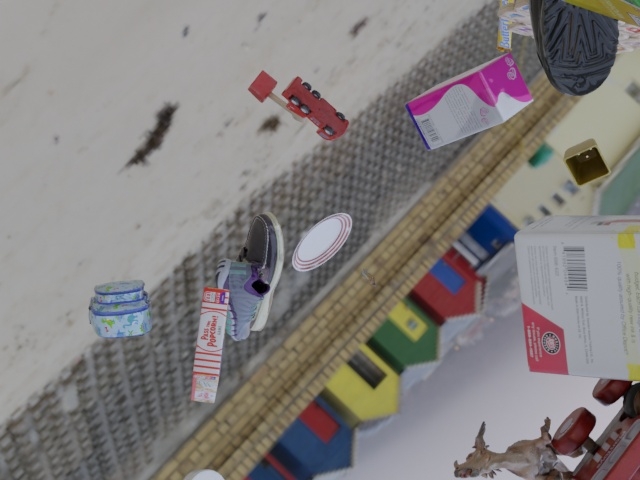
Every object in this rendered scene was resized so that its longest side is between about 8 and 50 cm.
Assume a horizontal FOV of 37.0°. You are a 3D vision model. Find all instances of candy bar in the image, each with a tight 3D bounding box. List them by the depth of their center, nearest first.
[{"bbox_3d":[0.448,-0.532,2.313,0.018,0.040,0.162,-64,156,-53],"label":"candy bar"}]

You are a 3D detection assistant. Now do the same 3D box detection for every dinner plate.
[{"bbox_3d":[0.000,0.000,1.775,0.141,0.017,0.141,-34,153,-21],"label":"dinner plate"}]

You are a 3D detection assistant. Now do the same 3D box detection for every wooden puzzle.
[{"bbox_3d":[0.136,0.103,2.690,0.006,0.049,0.083,-44,-170,13],"label":"wooden puzzle"}]

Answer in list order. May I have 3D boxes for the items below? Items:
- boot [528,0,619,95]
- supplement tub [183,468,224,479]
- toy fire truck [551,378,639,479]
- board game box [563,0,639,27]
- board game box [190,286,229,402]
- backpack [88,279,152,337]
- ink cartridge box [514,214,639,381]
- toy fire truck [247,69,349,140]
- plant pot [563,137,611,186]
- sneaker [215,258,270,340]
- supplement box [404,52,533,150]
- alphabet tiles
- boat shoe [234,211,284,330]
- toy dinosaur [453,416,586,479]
[{"bbox_3d":[0.386,-0.420,1.628,0.131,0.348,0.260,-10,-170,-7],"label":"boot"},{"bbox_3d":[-0.210,0.447,1.717,0.071,0.071,0.107,-45,-177,-20],"label":"supplement tub"},{"bbox_3d":[0.585,0.353,1.783,0.302,0.169,0.254,-49,175,-5],"label":"toy fire truck"},{"bbox_3d":[0.301,-0.389,1.249,0.242,0.316,0.064,27,99,-41],"label":"board game box"},{"bbox_3d":[-0.186,0.180,1.610,0.193,0.045,0.147,109,-13,-66],"label":"board game box"},{"bbox_3d":[-0.329,0.112,1.570,0.104,0.084,0.114,-6,-164,-13],"label":"backpack"},{"bbox_3d":[0.573,0.102,1.744,0.384,0.279,0.160,1,-166,37],"label":"ink cartridge box"},{"bbox_3d":[-0.043,-0.263,1.873,0.047,0.192,0.135,-53,-167,-16],"label":"toy fire truck"},{"bbox_3d":[0.606,-0.187,2.184,0.081,0.081,0.083,-24,-157,24],"label":"plant pot"},{"bbox_3d":[-0.144,0.127,1.909,0.224,0.098,0.083,81,12,-48],"label":"sneaker"},{"bbox_3d":[0.295,-0.275,1.915,0.114,0.111,0.220,-34,-169,-35],"label":"supplement box"},{"bbox_3d":[0.493,-0.414,1.847,0.278,0.284,0.021,-166,-90,-75],"label":"alphabet tiles"},{"bbox_3d":[-0.150,0.074,2.075,0.092,0.103,0.285,-5,122,-33],"label":"boat shoe"},{"bbox_3d":[0.416,0.443,1.948,0.200,0.295,0.127,-13,-118,41],"label":"toy dinosaur"}]
